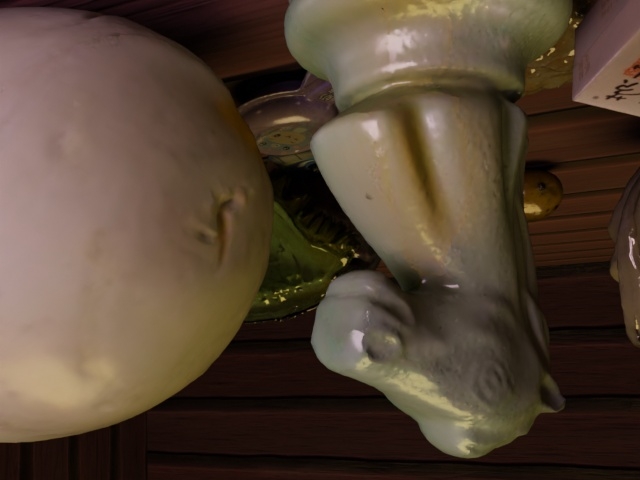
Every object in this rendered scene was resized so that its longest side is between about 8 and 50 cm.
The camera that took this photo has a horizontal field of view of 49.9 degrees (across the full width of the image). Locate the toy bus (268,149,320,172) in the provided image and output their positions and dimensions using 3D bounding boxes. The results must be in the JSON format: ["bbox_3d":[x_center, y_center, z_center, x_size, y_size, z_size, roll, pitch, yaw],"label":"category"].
[{"bbox_3d":[0.020,-0.105,0.701,0.152,0.051,0.061,-7,165,29],"label":"toy bus"}]

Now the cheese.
[{"bbox_3d":[-0.015,-0.118,0.611,0.105,0.042,0.190,5,161,-36],"label":"cheese"}]

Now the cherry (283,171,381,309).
[{"bbox_3d":[0.003,-0.001,0.961,0.194,0.195,0.195,-2,172,0],"label":"cherry"}]

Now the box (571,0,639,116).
[{"bbox_3d":[0.234,-0.127,0.335,0.140,0.058,0.201,12,160,-6],"label":"box"}]

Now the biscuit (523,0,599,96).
[{"bbox_3d":[0.236,-0.155,0.437,0.289,0.038,0.141,-9,170,30],"label":"biscuit"}]

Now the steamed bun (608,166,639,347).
[{"bbox_3d":[0.453,-0.023,0.764,0.346,0.238,0.394,-24,141,-2],"label":"steamed bun"}]

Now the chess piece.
[{"bbox_3d":[0.068,-0.023,0.406,0.175,0.299,0.176,-4,174,0],"label":"chess piece"}]

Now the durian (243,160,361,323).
[{"bbox_3d":[-0.144,-0.007,0.783,0.393,0.198,0.163,5,168,21],"label":"durian"}]

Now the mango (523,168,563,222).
[{"bbox_3d":[0.275,-0.064,1.005,0.103,0.076,0.161,-5,-177,-35],"label":"mango"}]

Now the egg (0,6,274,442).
[{"bbox_3d":[-0.211,-0.007,0.475,0.344,0.283,0.283,-4,172,23],"label":"egg"}]
